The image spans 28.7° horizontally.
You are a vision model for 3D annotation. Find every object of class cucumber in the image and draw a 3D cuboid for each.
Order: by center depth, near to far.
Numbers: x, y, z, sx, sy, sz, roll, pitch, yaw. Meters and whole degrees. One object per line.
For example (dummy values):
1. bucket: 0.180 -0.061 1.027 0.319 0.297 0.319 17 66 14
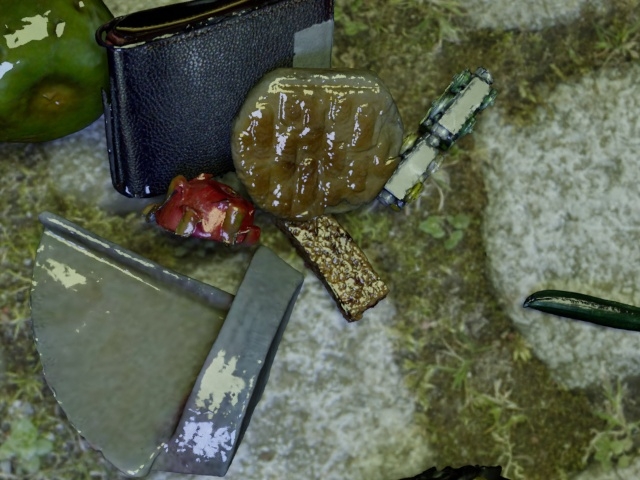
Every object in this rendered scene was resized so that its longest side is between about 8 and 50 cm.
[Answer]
1. cucumber: 0.328 0.082 1.475 0.184 0.036 0.033 13 65 -9

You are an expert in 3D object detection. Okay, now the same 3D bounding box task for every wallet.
1. wallet: -0.110 -0.169 1.354 0.262 0.221 0.071 -17 48 -18

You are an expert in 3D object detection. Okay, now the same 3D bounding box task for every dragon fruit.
1. dragon fruit: -0.120 -0.036 1.362 0.112 0.126 0.068 5 101 -43

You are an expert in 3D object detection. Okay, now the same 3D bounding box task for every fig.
1. fig: -0.335 -0.245 1.358 0.206 0.206 0.275 -18 58 -15

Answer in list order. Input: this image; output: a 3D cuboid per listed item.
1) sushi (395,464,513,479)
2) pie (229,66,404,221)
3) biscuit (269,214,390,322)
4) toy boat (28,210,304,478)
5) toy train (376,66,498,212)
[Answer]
1. sushi: 0.155 0.387 1.240 0.328 0.285 0.328 -12 80 -15
2. pie: -0.005 -0.102 1.367 0.195 0.046 0.195 -5 114 -12
3. biscuit: 0.000 0.000 1.429 0.064 0.034 0.199 -35 87 -16
4. toy boat: -0.171 0.121 1.336 0.293 0.111 0.276 6 66 -1
5. toy train: 0.131 -0.118 1.462 0.060 0.081 0.202 39 80 0
